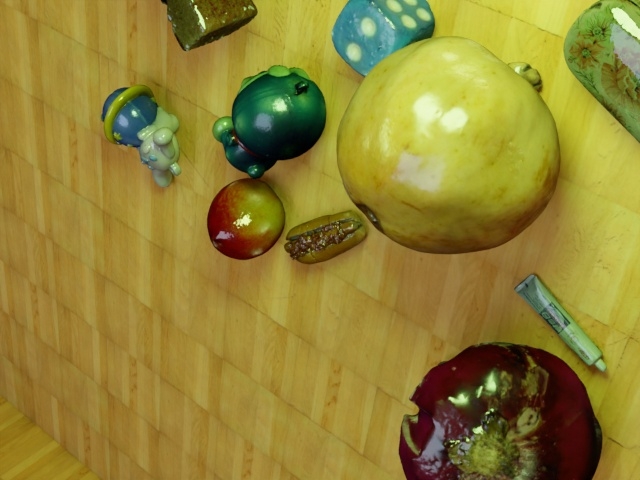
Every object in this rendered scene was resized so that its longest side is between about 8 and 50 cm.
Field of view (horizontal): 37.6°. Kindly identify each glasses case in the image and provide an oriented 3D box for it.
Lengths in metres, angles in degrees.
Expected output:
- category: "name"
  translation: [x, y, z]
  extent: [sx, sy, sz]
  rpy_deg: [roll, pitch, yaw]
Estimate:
- category: "glasses case"
  translation: [0.561, -0.208, 1.482]
  extent: [0.425, 0.098, 0.156]
  rpy_deg: [48, 141, 10]

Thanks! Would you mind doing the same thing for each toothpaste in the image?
- category: "toothpaste"
  translation: [0.475, 0.164, 1.837]
  extent: [0.233, 0.038, 0.060]
  rpy_deg: [49, 134, 13]

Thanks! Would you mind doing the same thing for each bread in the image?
- category: "bread"
  translation: [-0.296, -0.582, 1.841]
  extent: [0.113, 0.165, 0.417]
  rpy_deg: [-29, 92, 46]

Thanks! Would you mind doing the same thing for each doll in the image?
- category: "doll"
  translation: [-0.102, -0.248, 2.006]
  extent: [0.322, 0.198, 0.186]
  rpy_deg: [132, 131, -55]
- category: "doll"
  translation: [-0.425, -0.265, 2.357]
  extent: [0.242, 0.160, 0.311]
  rpy_deg: [26, 155, 13]

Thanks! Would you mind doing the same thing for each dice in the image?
- category: "dice"
  translation: [0.116, -0.393, 1.750]
  extent: [0.143, 0.146, 0.146]
  rpy_deg: [47, 137, 8]

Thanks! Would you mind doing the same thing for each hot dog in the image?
- category: "hot dog"
  translation: [0.000, 0.000, 2.149]
  extent: [0.249, 0.076, 0.102]
  rpy_deg: [-17, 105, 46]

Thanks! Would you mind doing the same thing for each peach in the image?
- category: "peach"
  translation: [-0.182, -0.042, 2.205]
  extent: [0.197, 0.197, 0.197]
  rpy_deg: [22, 128, 32]

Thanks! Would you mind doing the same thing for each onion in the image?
- category: "onion"
  translation: [0.338, 0.374, 1.916]
  extent: [0.420, 0.398, 0.399]
  rpy_deg: [-129, 16, -78]

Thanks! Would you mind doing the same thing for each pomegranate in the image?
- category: "pomegranate"
  translation: [0.231, -0.165, 1.636]
  extent: [0.411, 0.411, 0.412]
  rpy_deg: [22, 128, 32]
